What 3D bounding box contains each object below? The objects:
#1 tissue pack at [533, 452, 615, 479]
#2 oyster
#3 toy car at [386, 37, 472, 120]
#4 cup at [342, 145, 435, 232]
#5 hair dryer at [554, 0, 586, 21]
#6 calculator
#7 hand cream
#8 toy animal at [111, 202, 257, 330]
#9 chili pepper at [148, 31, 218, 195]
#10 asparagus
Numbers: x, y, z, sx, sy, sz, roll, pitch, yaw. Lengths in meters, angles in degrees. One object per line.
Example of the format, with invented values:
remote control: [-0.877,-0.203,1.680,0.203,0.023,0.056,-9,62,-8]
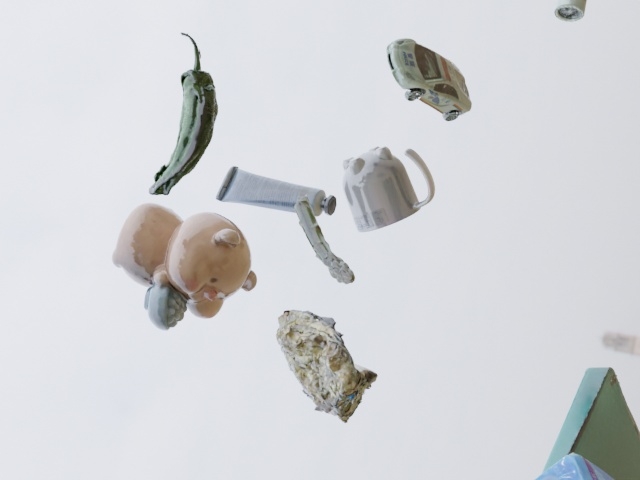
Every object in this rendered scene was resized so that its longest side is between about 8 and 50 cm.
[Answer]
tissue pack: [0.330,0.398,1.098,0.146,0.198,0.263,-46,16,16]
oyster: [0.003,0.205,1.566,0.092,0.259,0.198,-38,-69,-28]
toy car: [0.171,-0.252,1.517,0.205,0.056,0.095,17,-124,-53]
cup: [0.120,-0.106,1.910,0.134,0.173,0.142,-25,-80,-23]
hair dryer: [0.413,-0.351,1.374,0.044,0.183,0.155,-20,51,62]
calculator: [0.402,0.348,1.414,0.248,0.058,0.274,-53,-56,-40]
hand cream: [-0.089,-0.096,1.982,0.088,0.256,0.055,-67,-25,-21]
toy animal: [-0.254,0.030,1.829,0.229,0.221,0.210,-35,-28,-5]
chili pepper: [-0.217,-0.195,1.633,0.065,0.122,0.279,6,-75,-51]
asparagus: [0.001,0.000,1.269,0.034,0.027,0.236,-65,28,22]
